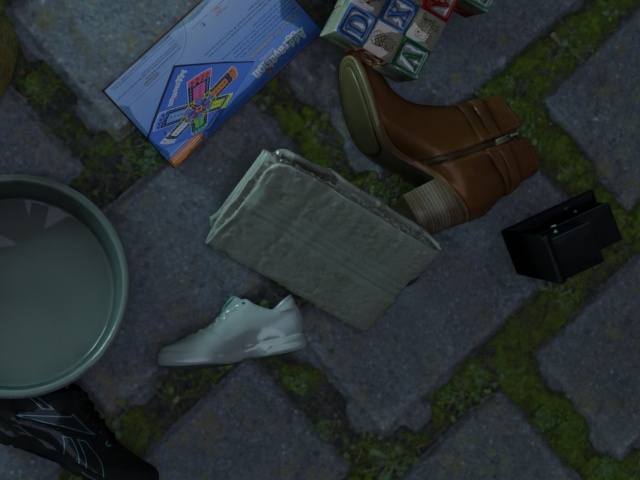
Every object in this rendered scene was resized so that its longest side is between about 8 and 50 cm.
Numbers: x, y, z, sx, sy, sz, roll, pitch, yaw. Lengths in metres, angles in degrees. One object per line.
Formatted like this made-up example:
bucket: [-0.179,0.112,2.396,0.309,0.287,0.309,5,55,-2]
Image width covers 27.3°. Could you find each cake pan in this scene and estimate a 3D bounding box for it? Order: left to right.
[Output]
cake pan: [-0.395,0.061,1.707,0.293,0.054,0.293,2,78,-11]

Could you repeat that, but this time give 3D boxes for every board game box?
board game box: [-0.145,-0.245,1.795,0.281,0.027,0.145,-44,101,-8]

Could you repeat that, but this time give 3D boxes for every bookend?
bookend: [0.363,-0.007,1.869,0.156,0.157,0.072,-24,99,-11]

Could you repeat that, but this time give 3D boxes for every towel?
towel: [0.000,0.000,1.794,0.282,0.049,0.187,31,123,-15]

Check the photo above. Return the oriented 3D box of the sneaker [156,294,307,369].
sneaker: [-0.127,0.123,1.808,0.212,0.080,0.094,-9,84,-20]

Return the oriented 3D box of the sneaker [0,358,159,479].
sneaker: [-0.326,0.253,1.746,0.267,0.101,0.106,28,84,-14]

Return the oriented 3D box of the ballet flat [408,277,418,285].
ballet flat: [0.127,0.009,1.878,0.041,0.041,0.114,2,93,-14]

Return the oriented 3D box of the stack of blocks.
stack of blocks: [0.147,-0.360,1.744,0.171,0.087,0.297,29,86,-14]

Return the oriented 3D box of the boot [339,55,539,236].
boot: [0.169,-0.164,1.842,0.220,0.109,0.283,-29,87,-19]

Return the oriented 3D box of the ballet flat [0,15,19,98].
ballet flat: [-0.513,-0.154,1.666,0.348,0.123,0.123,-45,102,-7]
